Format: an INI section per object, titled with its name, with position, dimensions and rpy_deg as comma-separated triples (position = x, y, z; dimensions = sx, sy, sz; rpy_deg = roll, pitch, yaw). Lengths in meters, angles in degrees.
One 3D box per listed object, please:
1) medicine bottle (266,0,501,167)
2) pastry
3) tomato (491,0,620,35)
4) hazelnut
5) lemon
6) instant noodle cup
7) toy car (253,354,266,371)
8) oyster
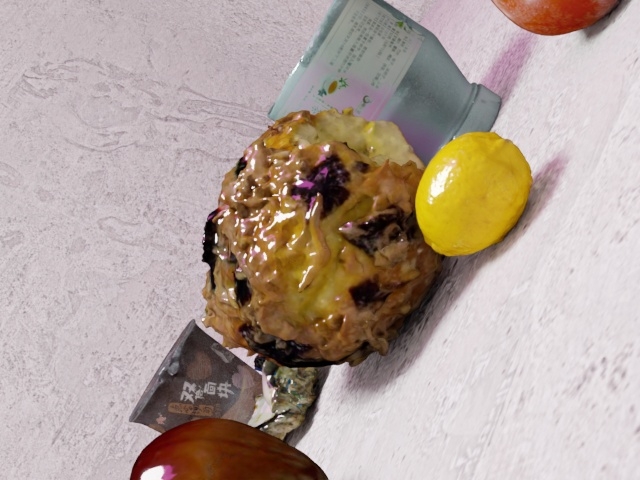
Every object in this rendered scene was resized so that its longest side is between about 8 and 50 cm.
[medicine bottle]
position = 0.100, -0.215, 1.507
dimensions = 0.245, 0.289, 0.245
rpy_deg = -58, 7, 11
[pastry]
position = -0.006, 0.010, 1.271
dimensions = 0.405, 0.292, 0.338
rpy_deg = -106, 37, -71
[tomato]
position = 0.294, -0.367, 1.213
dimensions = 0.232, 0.188, 0.232
rpy_deg = -54, 6, 9
[hazelnut]
position = -0.086, 0.281, 1.019
dimensions = 0.217, 0.217, 0.251
rpy_deg = -58, -17, -4
[lemon]
position = 0.159, -0.047, 1.059
dimensions = 0.155, 0.114, 0.114
rpy_deg = -58, 5, 37
[instant noodle cup]
position = -0.201, 0.282, 1.789
dimensions = 0.217, 0.207, 0.217
rpy_deg = -56, 7, 10
[toy car]
position = -0.065, 0.175, 1.912
dimensions = 0.216, 0.063, 0.103
rpy_deg = -61, 3, 34
[oyster]
position = -0.063, 0.239, 1.516
dimensions = 0.198, 0.092, 0.259
rpy_deg = -59, -3, -7
